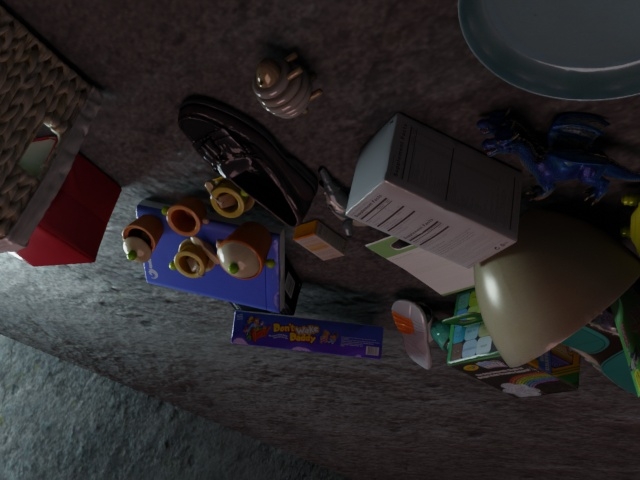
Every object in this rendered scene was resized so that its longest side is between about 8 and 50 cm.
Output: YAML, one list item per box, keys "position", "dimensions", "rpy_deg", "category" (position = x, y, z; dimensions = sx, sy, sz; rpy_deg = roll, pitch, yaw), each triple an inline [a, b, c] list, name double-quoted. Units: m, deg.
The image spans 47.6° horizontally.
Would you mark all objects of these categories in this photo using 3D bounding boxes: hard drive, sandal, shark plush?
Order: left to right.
- position: [-0.233, 0.036, 1.558]
  dimensions: [0.319, 0.040, 0.210]
  rpy_deg: [12, 127, 13]
  category: "hard drive"
- position: [0.047, -0.084, 1.348]
  dimensions: [0.067, 0.073, 0.161]
  rpy_deg: [-26, 115, 24]
  category: "shark plush"
- position: [0.239, 0.208, 1.744]
  dimensions: [0.102, 0.076, 0.265]
  rpy_deg: [31, 153, 34]
  category: "sandal"

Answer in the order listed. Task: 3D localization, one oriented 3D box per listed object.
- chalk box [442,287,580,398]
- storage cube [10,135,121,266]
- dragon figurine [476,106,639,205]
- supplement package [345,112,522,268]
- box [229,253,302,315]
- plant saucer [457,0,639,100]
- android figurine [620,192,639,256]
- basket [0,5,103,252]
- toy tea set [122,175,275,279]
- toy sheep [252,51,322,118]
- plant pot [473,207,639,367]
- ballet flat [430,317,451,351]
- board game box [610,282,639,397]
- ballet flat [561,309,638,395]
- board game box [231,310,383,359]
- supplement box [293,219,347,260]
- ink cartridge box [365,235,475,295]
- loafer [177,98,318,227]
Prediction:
- position: [0.396, 0.200, 1.560]
  dimensions: [0.289, 0.179, 0.180]
  rpy_deg: [29, 149, -25]
  category: "chalk box"
- position: [-0.553, -0.073, 1.454]
  dimensions: [0.215, 0.183, 0.193]
  rpy_deg: [-5, 149, 29]
  category: "storage cube"
- position: [0.373, -0.126, 1.059]
  dimensions: [0.289, 0.085, 0.144]
  rpy_deg: [5, 151, 18]
  category: "dragon figurine"
- position: [0.185, -0.076, 1.178]
  dimensions: [0.244, 0.139, 0.134]
  rpy_deg: [23, 150, -16]
  category: "supplement package"
- position: [-0.144, 0.098, 1.690]
  dimensions: [0.158, 0.093, 0.156]
  rpy_deg: [4, 151, 19]
  category: "box"
- position: [0.322, -0.281, 0.842]
  dimensions: [0.318, 0.043, 0.317]
  rpy_deg: [11, 152, 6]
  category: "plant saucer"
- position: [0.594, -0.016, 1.098]
  dimensions: [0.273, 0.056, 0.248]
  rpy_deg: [10, 129, 35]
  category: "android figurine"
- position: [-0.592, -0.170, 1.148]
  dimensions: [0.331, 0.328, 0.266]
  rpy_deg: [-6, 143, 33]
  category: "basket"
- position: [-0.251, 0.008, 1.437]
  dimensions: [0.336, 0.124, 0.200]
  rpy_deg: [-17, 116, 30]
  category: "toy tea set"
- position: [-0.050, -0.223, 1.068]
  dimensions: [0.091, 0.091, 0.132]
  rpy_deg: [-5, 153, 30]
  category: "toy sheep"
- position: [0.376, 0.056, 1.253]
  dimensions: [0.191, 0.284, 0.284]
  rpy_deg: [52, 152, 9]
  category: "plant pot"
- position: [0.340, 0.220, 1.715]
  dimensions: [0.247, 0.083, 0.087]
  rpy_deg: [16, -156, -48]
  category: "ballet flat"
- position: [0.650, 0.183, 1.296]
  dimensions: [0.213, 0.317, 0.046]
  rpy_deg: [9, 119, 8]
  category: "board game box"
- position: [0.589, 0.186, 1.488]
  dimensions: [0.409, 0.147, 0.147]
  rpy_deg: [31, 148, -17]
  category: "ballet flat"
- position: [-0.035, 0.230, 1.777]
  dimensions: [0.347, 0.078, 0.233]
  rpy_deg: [6, 173, -3]
  category: "board game box"
- position: [0.000, 0.000, 1.505]
  dimensions: [0.062, 0.036, 0.098]
  rpy_deg: [-15, 141, 41]
  category: "supplement box"
- position: [0.231, 0.023, 1.432]
  dimensions: [0.235, 0.056, 0.171]
  rpy_deg: [33, 146, -28]
  category: "ink cartridge box"
- position: [-0.123, -0.129, 1.256]
  dimensions: [0.109, 0.095, 0.302]
  rpy_deg: [-17, 140, 43]
  category: "loafer"
